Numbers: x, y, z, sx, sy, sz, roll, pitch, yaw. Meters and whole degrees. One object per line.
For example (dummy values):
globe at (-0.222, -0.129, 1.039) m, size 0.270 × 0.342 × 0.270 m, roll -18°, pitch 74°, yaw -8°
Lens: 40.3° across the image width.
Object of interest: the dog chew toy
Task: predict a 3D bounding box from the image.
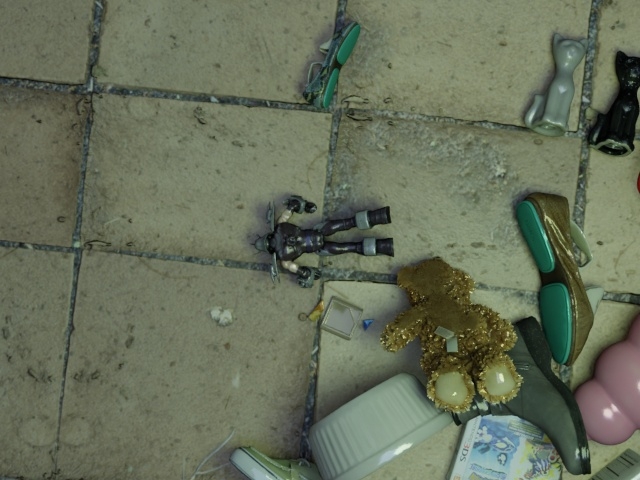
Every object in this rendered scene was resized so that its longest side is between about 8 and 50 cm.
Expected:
dog chew toy at (0.614, 0.259, 1.638) m, size 0.332 × 0.206 × 0.206 m, roll -41°, pitch 88°, yaw 9°

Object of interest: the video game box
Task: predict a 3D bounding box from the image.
video game box at (0.372, 0.413, 1.709) m, size 0.205 × 0.048 × 0.187 m, roll 17°, pitch 91°, yaw 2°

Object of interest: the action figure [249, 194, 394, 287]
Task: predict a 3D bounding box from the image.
action figure at (0.000, 0.000, 1.710) m, size 0.285 × 0.099 × 0.185 m, roll -5°, pitch 95°, yaw 5°

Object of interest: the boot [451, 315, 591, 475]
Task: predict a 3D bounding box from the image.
boot at (0.351, 0.312, 1.629) m, size 0.222 × 0.118 × 0.338 m, roll -18°, pitch 47°, yaw 1°

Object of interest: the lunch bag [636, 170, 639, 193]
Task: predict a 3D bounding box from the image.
lunch bag at (0.742, -0.113, 1.675) m, size 0.258 × 0.120 × 0.293 m, roll -9°, pitch 89°, yaw 2°

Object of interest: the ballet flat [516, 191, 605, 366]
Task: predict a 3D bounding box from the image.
ballet flat at (0.481, 0.067, 1.697) m, size 0.124 × 0.116 × 0.342 m, roll -12°, pitch 84°, yaw -18°

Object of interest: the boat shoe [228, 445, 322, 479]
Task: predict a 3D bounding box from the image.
boat shoe at (-0.037, 0.478, 1.702) m, size 0.302 × 0.109 × 0.094 m, roll 34°, pitch 74°, yaw -7°

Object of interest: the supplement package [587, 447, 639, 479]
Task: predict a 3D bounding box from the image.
supplement package at (0.554, 0.533, 1.656) m, size 0.244 × 0.134 × 0.139 m, roll -39°, pitch 88°, yaw 0°

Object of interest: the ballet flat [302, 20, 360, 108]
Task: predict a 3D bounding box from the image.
ballet flat at (0.016, -0.357, 1.734) m, size 0.070 × 0.070 × 0.188 m, roll 24°, pitch 86°, yaw 2°

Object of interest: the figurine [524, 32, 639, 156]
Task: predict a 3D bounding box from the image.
figurine at (0.531, -0.295, 1.711) m, size 0.215 × 0.092 × 0.209 m, roll 18°, pitch 81°, yaw 3°

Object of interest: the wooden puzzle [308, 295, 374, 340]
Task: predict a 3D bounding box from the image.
wooden puzzle at (0.042, 0.155, 1.743) m, size 0.116 × 0.014 × 0.078 m, roll 30°, pitch 94°, yaw 2°

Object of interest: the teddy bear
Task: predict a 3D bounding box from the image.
teddy bear at (0.244, 0.184, 1.620) m, size 0.245 × 0.113 × 0.338 m, roll -26°, pitch 45°, yaw -14°

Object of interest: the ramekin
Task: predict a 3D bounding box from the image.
ramekin at (0.101, 0.350, 1.618) m, size 0.273 × 0.273 × 0.127 m, roll -30°, pitch 77°, yaw 1°
